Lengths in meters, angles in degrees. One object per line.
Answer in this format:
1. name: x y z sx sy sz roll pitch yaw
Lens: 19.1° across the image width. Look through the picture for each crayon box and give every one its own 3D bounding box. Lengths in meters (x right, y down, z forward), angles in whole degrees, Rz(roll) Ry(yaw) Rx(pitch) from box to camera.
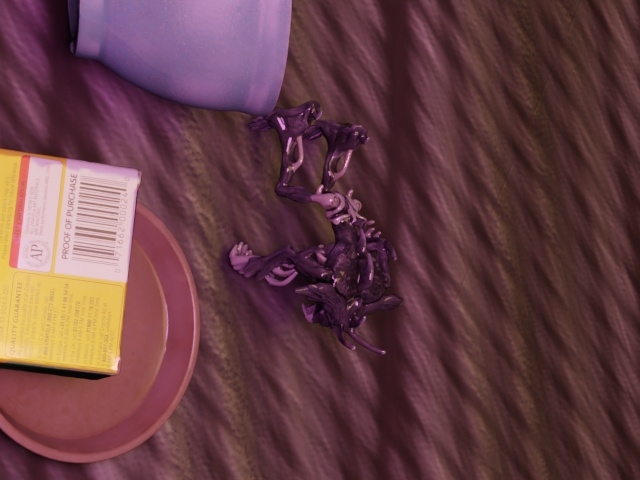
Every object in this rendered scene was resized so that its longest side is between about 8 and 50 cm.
1. crayon box: -0.338 0.011 1.762 0.318 0.081 0.202 10 79 -21

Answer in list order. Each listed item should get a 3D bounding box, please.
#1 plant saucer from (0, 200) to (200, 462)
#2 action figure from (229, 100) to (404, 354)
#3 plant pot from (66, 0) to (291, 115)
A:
1. plant saucer: -0.243 0.082 1.896 0.278 0.041 0.278 3 85 -39
2. action figure: 0.000 0.000 2.035 0.164 0.141 0.276 8 66 -40
3. plant pot: -0.150 -0.266 1.868 0.196 0.293 0.293 -2 88 -11
